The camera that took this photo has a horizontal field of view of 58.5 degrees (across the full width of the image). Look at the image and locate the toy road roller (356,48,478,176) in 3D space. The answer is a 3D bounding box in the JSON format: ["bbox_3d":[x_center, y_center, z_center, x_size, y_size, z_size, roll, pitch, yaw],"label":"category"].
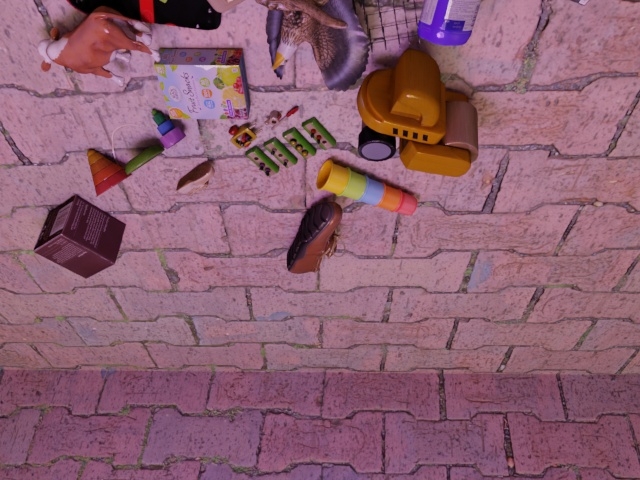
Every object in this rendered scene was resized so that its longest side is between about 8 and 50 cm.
[{"bbox_3d":[0.248,-0.307,1.356,0.330,0.202,0.240,10,155,-11],"label":"toy road roller"}]

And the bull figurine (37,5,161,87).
[{"bbox_3d":[-0.508,-0.437,1.306,0.189,0.101,0.311,9,171,-44],"label":"bull figurine"}]

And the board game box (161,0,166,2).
[{"bbox_3d":[-0.394,-0.567,1.094,0.260,0.039,0.124,20,155,-30],"label":"board game box"}]

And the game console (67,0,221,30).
[{"bbox_3d":[-0.365,-0.612,1.146,0.342,0.060,0.386,3,145,-10],"label":"game console"}]

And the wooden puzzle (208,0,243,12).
[{"bbox_3d":[-0.167,-0.587,1.132,0.239,0.044,0.221,-20,148,17],"label":"wooden puzzle"}]

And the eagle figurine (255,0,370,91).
[{"bbox_3d":[-0.035,-0.441,1.191,0.225,0.226,0.298,-27,173,10],"label":"eagle figurine"}]

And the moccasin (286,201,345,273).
[{"bbox_3d":[0.000,0.003,1.887,0.147,0.139,0.380,7,142,-16],"label":"moccasin"}]

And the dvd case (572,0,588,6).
[{"bbox_3d":[0.535,-0.551,1.201,0.120,0.013,0.087,15,142,-14],"label":"dvd case"}]

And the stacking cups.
[{"bbox_3d":[0.143,-0.145,1.722,0.316,0.096,0.096,19,141,-25],"label":"stacking cups"}]

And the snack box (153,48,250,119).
[{"bbox_3d":[-0.289,-0.387,1.427,0.207,0.070,0.174,2,144,4],"label":"snack box"}]

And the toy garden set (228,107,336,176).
[{"bbox_3d":[-0.115,-0.274,1.587,0.244,0.049,0.204,-21,138,29],"label":"toy garden set"}]

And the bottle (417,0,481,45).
[{"bbox_3d":[0.277,-0.532,1.119,0.118,0.092,0.282,-16,132,-35],"label":"bottle"}]

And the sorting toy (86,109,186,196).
[{"bbox_3d":[-0.545,-0.258,1.620,0.366,0.127,0.126,-26,105,30],"label":"sorting toy"}]

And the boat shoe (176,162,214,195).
[{"bbox_3d":[-0.365,-0.181,1.725,0.170,0.062,0.059,-19,142,41],"label":"boat shoe"}]

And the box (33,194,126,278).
[{"bbox_3d":[-0.791,-0.008,1.890,0.167,0.168,0.203,-24,136,30],"label":"box"}]

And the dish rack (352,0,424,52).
[{"bbox_3d":[0.174,-0.503,1.238,0.272,0.074,0.208,-7,144,12],"label":"dish rack"}]
